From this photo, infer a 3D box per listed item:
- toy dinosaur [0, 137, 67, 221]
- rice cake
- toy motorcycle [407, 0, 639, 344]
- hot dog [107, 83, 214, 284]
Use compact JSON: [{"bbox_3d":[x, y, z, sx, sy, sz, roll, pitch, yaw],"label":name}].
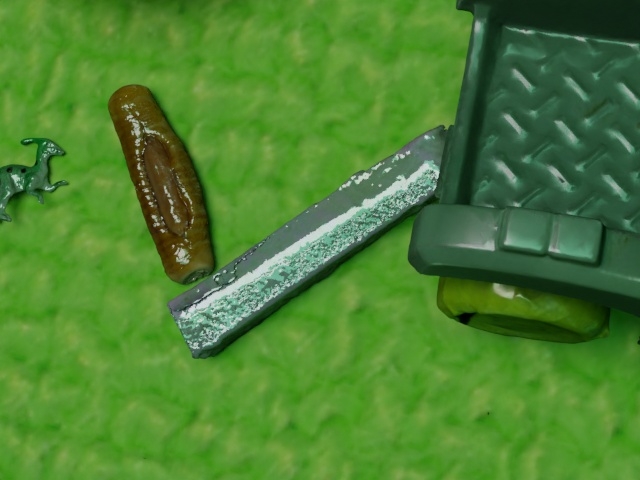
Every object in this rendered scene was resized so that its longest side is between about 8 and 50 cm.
[{"bbox_3d":[-0.210,-0.043,0.758,0.083,0.021,0.062,11,78,9],"label":"toy dinosaur"},{"bbox_3d":[0.000,0.000,0.701,0.211,0.034,0.043,-35,80,5],"label":"rice cake"},{"bbox_3d":[0.217,-0.039,0.573,0.326,0.200,0.191,9,77,12],"label":"toy motorcycle"},{"bbox_3d":[-0.101,-0.040,0.732,0.044,0.028,0.137,-19,78,2],"label":"hot dog"}]
